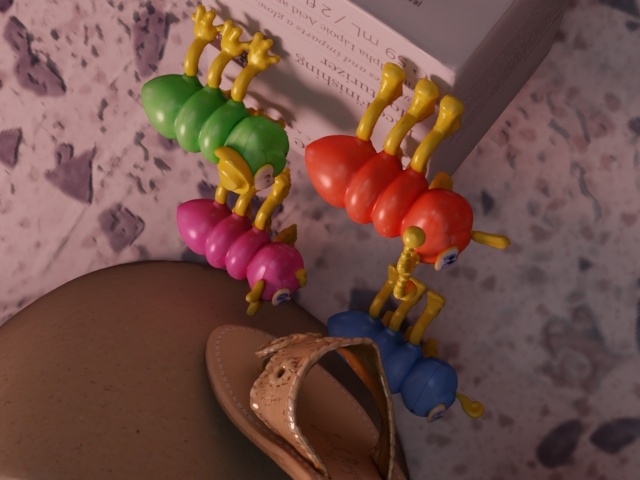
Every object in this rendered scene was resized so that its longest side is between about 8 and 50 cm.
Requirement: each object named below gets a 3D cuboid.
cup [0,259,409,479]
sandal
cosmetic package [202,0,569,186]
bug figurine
[{"bbox_3d":[-0.128,0.187,0.748,0.331,0.237,0.331,1,95,14],"label":"cup"},{"bbox_3d":[0.014,0.088,0.645,0.088,0.240,0.079,8,119,-29],"label":"sandal"},{"bbox_3d":[0.039,-0.134,0.679,0.151,0.183,0.151,35,70,11],"label":"cosmetic package"},{"bbox_3d":[0.000,0.000,0.690,0.216,0.279,0.072,32,67,20],"label":"bug figurine"}]
